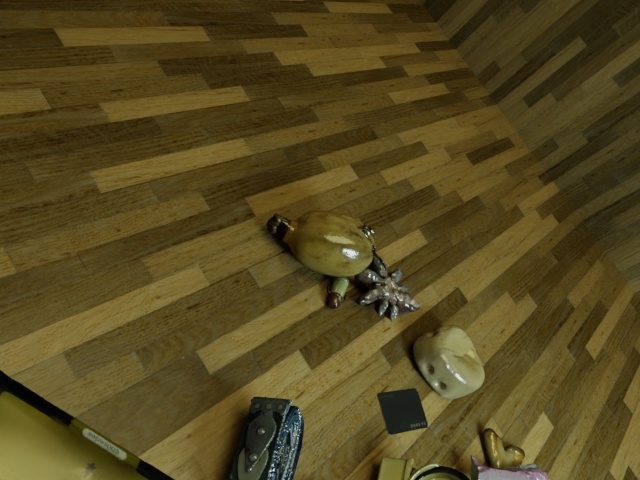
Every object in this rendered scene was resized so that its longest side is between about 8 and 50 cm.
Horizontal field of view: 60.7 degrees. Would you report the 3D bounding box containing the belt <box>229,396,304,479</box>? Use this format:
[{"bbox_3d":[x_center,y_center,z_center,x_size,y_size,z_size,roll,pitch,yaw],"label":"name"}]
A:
[{"bbox_3d":[-0.122,0.448,1.148,0.122,0.128,0.218,65,30,-43],"label":"belt"}]

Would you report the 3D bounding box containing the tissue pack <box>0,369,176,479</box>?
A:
[{"bbox_3d":[-0.422,0.422,0.821,0.416,0.253,0.264,40,44,-13],"label":"tissue pack"}]

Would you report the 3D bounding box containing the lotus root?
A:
[{"bbox_3d":[0.000,0.000,1.523,0.310,0.183,0.182,14,52,-17],"label":"lotus root"}]

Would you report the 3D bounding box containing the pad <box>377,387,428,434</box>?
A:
[{"bbox_3d":[0.227,0.466,1.498,0.157,0.003,0.112,5,59,-37],"label":"pad"}]

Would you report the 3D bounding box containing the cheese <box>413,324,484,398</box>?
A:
[{"bbox_3d":[0.386,0.351,1.626,0.235,0.117,0.218,34,44,-21],"label":"cheese"}]

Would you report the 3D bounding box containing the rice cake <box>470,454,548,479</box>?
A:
[{"bbox_3d":[0.526,0.648,1.513,0.290,0.051,0.081,18,53,-26],"label":"rice cake"}]

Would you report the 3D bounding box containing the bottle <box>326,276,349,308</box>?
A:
[{"bbox_3d":[0.044,0.149,1.543,0.063,0.047,0.101,18,51,7],"label":"bottle"}]

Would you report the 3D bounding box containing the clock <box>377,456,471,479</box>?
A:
[{"bbox_3d":[0.207,0.662,1.179,0.379,0.276,0.120,-59,143,-49],"label":"clock"}]

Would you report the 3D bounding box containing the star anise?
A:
[{"bbox_3d":[0.193,0.147,1.627,0.236,0.093,0.229,41,44,-6],"label":"star anise"}]

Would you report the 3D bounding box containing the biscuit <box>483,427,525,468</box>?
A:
[{"bbox_3d":[0.520,0.666,1.565,0.164,0.047,0.208,34,46,-12],"label":"biscuit"}]
